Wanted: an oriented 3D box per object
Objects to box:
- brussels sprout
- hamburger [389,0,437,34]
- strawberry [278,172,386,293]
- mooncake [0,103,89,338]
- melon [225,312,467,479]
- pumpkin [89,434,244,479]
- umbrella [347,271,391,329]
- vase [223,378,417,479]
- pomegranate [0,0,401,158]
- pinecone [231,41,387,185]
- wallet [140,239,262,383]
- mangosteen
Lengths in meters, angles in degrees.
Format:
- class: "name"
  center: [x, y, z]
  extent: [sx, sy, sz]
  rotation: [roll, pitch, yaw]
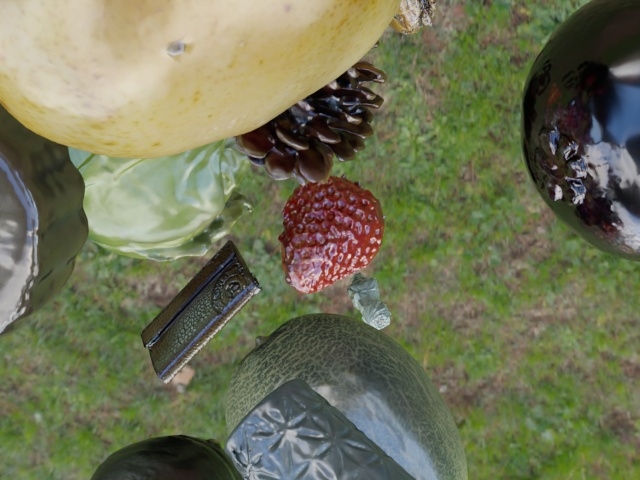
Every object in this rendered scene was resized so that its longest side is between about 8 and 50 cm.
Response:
- class: "brussels sprout"
  center: [-0.340, -0.157, 1.772]
  extent: [0.361, 0.342, 0.425]
  rotation: [-23, 111, -14]
- class: "hamburger"
  center: [0.137, -0.502, 1.829]
  extent: [0.107, 0.231, 0.231]
  rotation: [-36, 120, -10]
- class: "strawberry"
  center: [0.000, 0.000, 1.727]
  extent: [0.205, 0.244, 0.205]
  rotation: [15, 132, 18]
- class: "mooncake"
  center: [-0.389, -0.033, 1.011]
  extent: [0.290, 0.161, 0.290]
  rotation: [4, 110, 11]
- class: "melon"
  center: [0.033, 0.237, 1.129]
  extent: [0.248, 0.248, 0.329]
  rotation: [-35, 95, 28]
- class: "pumpkin"
  center: [-0.216, 0.436, 1.359]
  extent: [0.241, 0.323, 0.323]
  rotation: [8, 127, 16]
- class: "umbrella"
  center: [0.093, 0.116, 1.896]
  extent: [0.067, 0.143, 0.062]
  rotation: [-43, 130, 17]
- class: "vase"
  center: [0.036, 0.278, 0.891]
  extent: [0.301, 0.156, 0.251]
  rotation: [46, 106, 16]
- class: "pomegranate"
  center: [-0.134, -0.251, 0.766]
  extent: [0.417, 0.416, 0.416]
  rotation: [4, 126, 5]
- class: "pinecone"
  center: [-0.024, -0.226, 1.404]
  extent: [0.264, 0.264, 0.264]
  rotation: [4, 126, 5]
- class: "wallet"
  center: [-0.215, 0.122, 1.671]
  extent: [0.243, 0.133, 0.039]
  rotation: [-44, 136, 11]
- class: "mangosteen"
  center: [0.361, -0.131, 1.015]
  extent: [0.297, 0.313, 0.297]
  rotation: [23, 134, 26]
